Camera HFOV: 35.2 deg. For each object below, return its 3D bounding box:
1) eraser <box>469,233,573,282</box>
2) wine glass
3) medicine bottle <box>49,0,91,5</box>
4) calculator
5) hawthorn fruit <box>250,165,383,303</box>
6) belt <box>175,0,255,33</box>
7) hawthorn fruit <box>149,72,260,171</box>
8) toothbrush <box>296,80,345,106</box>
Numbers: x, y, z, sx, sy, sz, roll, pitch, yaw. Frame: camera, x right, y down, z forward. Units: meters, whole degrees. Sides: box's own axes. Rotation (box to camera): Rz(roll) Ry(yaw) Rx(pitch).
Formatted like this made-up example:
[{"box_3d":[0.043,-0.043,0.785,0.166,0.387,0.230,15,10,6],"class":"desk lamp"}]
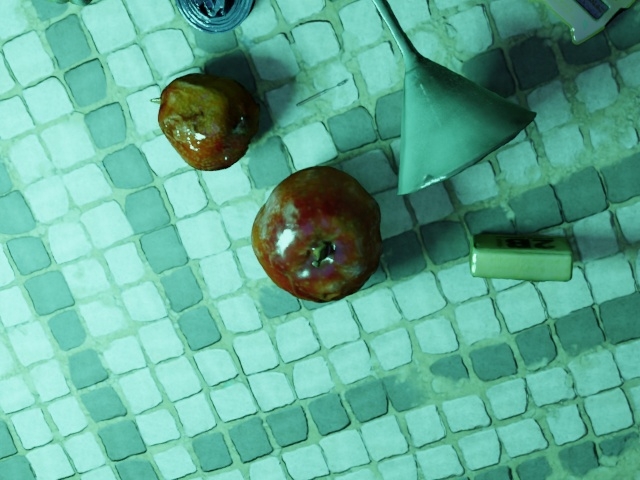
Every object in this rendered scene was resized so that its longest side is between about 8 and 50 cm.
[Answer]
[{"box_3d":[0.347,0.028,1.756,0.172,0.117,0.058,2,107,7],"class":"eraser"},{"box_3d":[0.143,-0.305,1.621,0.267,0.267,0.406,-28,97,14],"class":"wine glass"},{"box_3d":[-0.534,-0.500,1.692,0.323,0.151,0.151,15,108,2],"class":"medicine bottle"},{"box_3d":[0.460,-0.447,1.649,0.157,0.033,0.236,42,104,-5],"class":"calculator"},{"box_3d":[0.000,0.000,1.712,0.242,0.271,0.241,0,100,0],"class":"hawthorn fruit"},{"box_3d":[-0.177,-0.447,1.699,0.142,0.082,0.190,0,108,1],"class":"belt"},{"box_3d":[-0.192,-0.209,1.734,0.173,0.173,0.179,-36,100,15],"class":"hawthorn fruit"},{"box_3d":[0.000,-0.258,1.772,0.097,0.008,0.006,-25,88,14],"class":"toothbrush"}]
